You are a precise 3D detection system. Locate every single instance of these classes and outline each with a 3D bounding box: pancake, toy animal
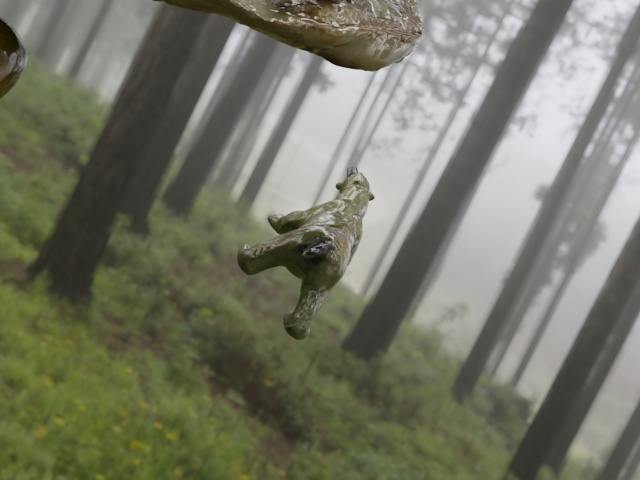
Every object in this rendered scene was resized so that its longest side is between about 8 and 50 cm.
[{"bbox_3d":[-0.100,-0.247,1.096,0.382,0.071,0.382,20,20,-8],"label":"pancake"},{"bbox_3d":[0.000,0.000,1.286,0.103,0.101,0.218,45,21,-3],"label":"toy animal"}]

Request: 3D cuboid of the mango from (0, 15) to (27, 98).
[{"bbox_3d":[-0.348,-0.098,1.009,0.111,0.267,0.133,-7,-67,59],"label":"mango"}]
